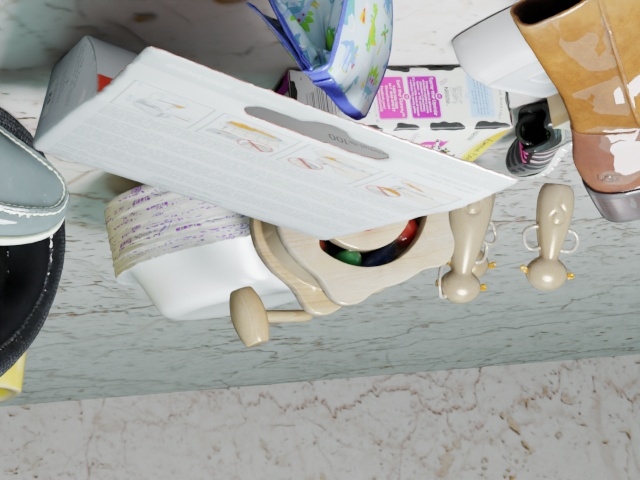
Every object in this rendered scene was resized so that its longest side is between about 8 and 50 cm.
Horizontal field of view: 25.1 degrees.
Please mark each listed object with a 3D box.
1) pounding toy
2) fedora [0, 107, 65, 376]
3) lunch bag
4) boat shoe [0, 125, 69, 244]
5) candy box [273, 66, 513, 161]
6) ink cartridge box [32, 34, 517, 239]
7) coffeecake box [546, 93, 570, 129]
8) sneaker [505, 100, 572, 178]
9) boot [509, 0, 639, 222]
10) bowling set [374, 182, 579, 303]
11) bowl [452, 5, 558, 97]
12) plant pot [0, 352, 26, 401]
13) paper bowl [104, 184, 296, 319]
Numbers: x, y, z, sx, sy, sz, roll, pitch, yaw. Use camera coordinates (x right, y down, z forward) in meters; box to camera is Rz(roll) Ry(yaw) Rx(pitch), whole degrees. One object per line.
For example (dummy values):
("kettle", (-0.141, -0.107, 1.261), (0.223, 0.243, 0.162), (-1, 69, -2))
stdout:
("pounding toy", (0.000, 0.000, 1.551), (0.269, 0.154, 0.155), (-22, 178, -29))
("fedora", (-0.407, 0.002, 1.403), (0.152, 0.334, 0.334), (11, 177, 32))
("lunch bag", (0.005, -0.177, 1.084), (0.096, 0.151, 0.129), (-12, 166, 15))
("boat shoe", (-0.337, -0.093, 1.225), (0.319, 0.116, 0.099), (28, 134, -33))
("candy box", (0.062, -0.120, 1.496), (0.233, 0.071, 0.159), (-4, 166, -16))
("ink cartridge box", (-0.050, -0.100, 1.204), (0.308, 0.091, 0.385), (18, 166, -20))
("coffeecake box", (0.347, -0.161, 1.484), (0.185, 0.068, 0.142), (4, 160, -37))
("sneaker", (0.244, -0.119, 1.623), (0.074, 0.063, 0.170), (4, 162, -22))
("boot", (0.334, -0.169, 1.320), (0.264, 0.096, 0.280), (-18, 132, 13))
("bowling set", (0.153, -0.005, 1.734), (0.286, 0.154, 0.200), (7, 180, -10))
("bowl", (0.214, -0.180, 1.380), (0.142, 0.053, 0.142), (6, 162, -40))
("plant pot", (-0.431, 0.064, 1.632), (0.253, 0.239, 0.254), (-7, 167, -2))
("paper bowl", (-0.105, 0.006, 1.696), (0.284, 0.148, 0.284), (-10, 171, -2))
